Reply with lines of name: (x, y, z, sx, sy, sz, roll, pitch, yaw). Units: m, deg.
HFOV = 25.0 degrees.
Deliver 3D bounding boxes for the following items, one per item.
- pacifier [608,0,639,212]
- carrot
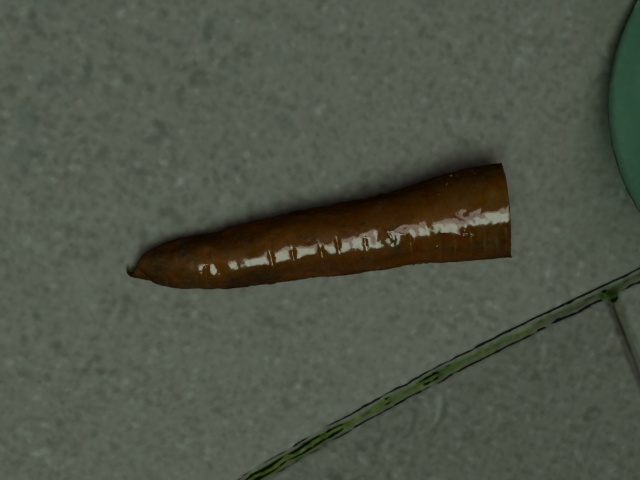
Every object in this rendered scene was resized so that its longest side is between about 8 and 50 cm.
pacifier: (0.331, -0.046, 0.778, 0.269, 0.343, 0.288, 32, 80, -53)
carrot: (0.000, 0.000, 0.822, 0.224, 0.057, 0.057, -9, 107, -4)
